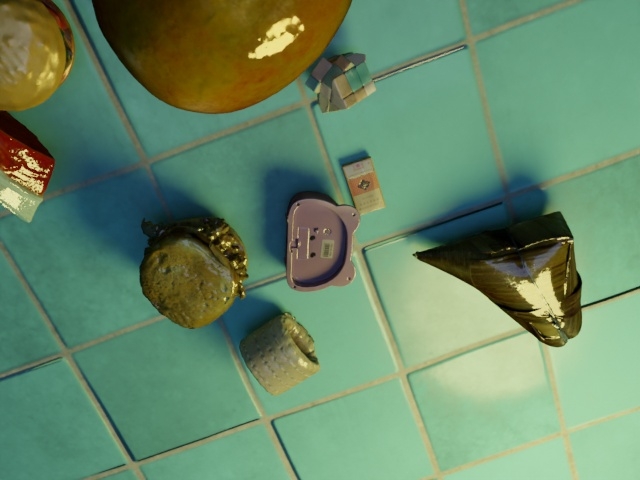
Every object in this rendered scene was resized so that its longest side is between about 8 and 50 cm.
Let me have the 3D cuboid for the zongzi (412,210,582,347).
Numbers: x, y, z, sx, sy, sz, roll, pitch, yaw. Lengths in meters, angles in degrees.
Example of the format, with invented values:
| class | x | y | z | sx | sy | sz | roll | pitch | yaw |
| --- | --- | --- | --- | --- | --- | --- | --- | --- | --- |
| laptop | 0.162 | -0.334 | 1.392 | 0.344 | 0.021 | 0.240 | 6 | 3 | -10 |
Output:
| class | x | y | z | sx | sy | sz | roll | pitch | yaw |
| --- | --- | --- | --- | --- | --- | --- | --- | --- | --- |
| zongzi | 0.288 | 0.084 | 1.078 | 0.242 | 0.112 | 0.221 | -14 | 115 | 9 |

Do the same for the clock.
| class | x | y | z | sx | sy | sz | roll | pitch | yaw |
| --- | --- | --- | --- | --- | --- | --- | --- | --- | --- |
| clock | 0.000 | 0.000 | 1.039 | 0.110 | 0.050 | 0.153 | 1 | 114 | -6 |

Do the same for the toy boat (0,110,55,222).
| class | x | y | z | sx | sy | sz | roll | pitch | yaw |
| --- | --- | --- | --- | --- | --- | --- | --- | --- | --- |
| toy boat | -0.499 | -0.143 | 0.870 | 0.332 | 0.145 | 0.133 | 38 | 94 | -15 |

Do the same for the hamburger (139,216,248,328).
| class | x | y | z | sx | sy | sz | roll | pitch | yaw |
| --- | --- | --- | --- | --- | --- | --- | --- | --- | --- |
| hamburger | -0.192 | 0.033 | 0.997 | 0.159 | 0.131 | 0.185 | -40 | 105 | 21 |

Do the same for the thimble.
| class | x | y | z | sx | sy | sz | roll | pitch | yaw |
| --- | --- | --- | --- | --- | --- | --- | --- | --- | --- |
| thimble | -0.062 | 0.181 | 1.085 | 0.090 | 0.102 | 0.115 | -34 | 142 | 9 |

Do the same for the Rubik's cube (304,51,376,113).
| class | x | y | z | sx | sy | sz | roll | pitch | yaw |
| --- | --- | --- | --- | --- | --- | --- | --- | --- | --- |
| Rubik's cube | 0.022 | -0.220 | 0.931 | 0.084 | 0.075 | 0.073 | -5 | 121 | 39 |

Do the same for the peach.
| class | x | y | z | sx | sy | sz | roll | pitch | yaw |
| --- | --- | --- | --- | --- | --- | --- | --- | --- | --- |
| peach | -0.114 | -0.297 | 0.773 | 0.308 | 0.308 | 0.332 | 32 | 140 | -18 |

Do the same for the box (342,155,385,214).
| class | x | y | z | sx | sy | sz | roll | pitch | yaw |
| --- | --- | --- | --- | --- | --- | --- | --- | --- | --- |
| box | 0.066 | -0.082 | 1.030 | 0.046 | 0.012 | 0.083 | -18 | 115 | 3 |

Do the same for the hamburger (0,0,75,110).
| class | x | y | z | sx | sy | sz | roll | pitch | yaw |
| --- | --- | --- | --- | --- | --- | --- | --- | --- | --- |
| hamburger | -0.392 | -0.243 | 0.857 | 0.162 | 0.115 | 0.162 | -2 | 111 | -4 |
